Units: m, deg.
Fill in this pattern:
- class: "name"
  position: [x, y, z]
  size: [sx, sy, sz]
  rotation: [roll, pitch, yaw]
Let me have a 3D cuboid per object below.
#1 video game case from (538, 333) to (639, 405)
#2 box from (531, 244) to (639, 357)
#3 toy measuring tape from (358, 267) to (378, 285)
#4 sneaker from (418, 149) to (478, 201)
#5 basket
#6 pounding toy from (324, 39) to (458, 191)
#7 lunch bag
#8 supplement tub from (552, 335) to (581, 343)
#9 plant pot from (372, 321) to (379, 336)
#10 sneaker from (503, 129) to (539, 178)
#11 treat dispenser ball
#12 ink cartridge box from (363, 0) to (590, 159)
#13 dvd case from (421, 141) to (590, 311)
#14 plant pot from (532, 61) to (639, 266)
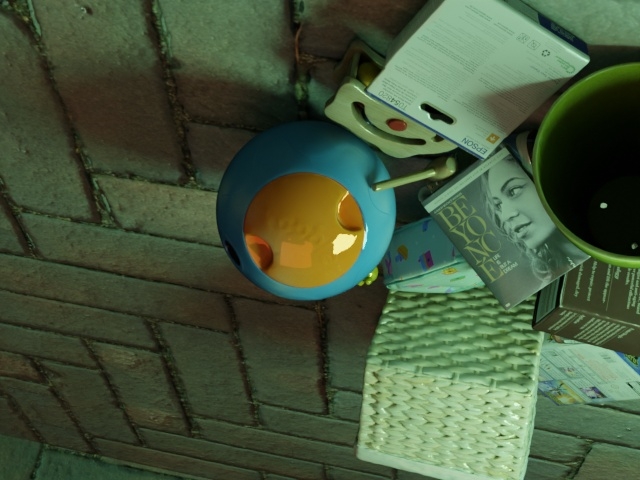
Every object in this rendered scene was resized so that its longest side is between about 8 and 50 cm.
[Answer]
- class: "video game case"
  position: [0.542, 0.258, 2.223]
  size: [0.244, 0.061, 0.269]
  rotation: [-14, 140, 39]
- class: "box"
  position: [0.488, 0.081, 1.801]
  size: [0.203, 0.167, 0.168]
  rotation: [15, 161, -1]
- class: "toy measuring tape"
  position: [0.000, 0.000, 1.958]
  size: [0.121, 0.121, 0.330]
  rotation: [-12, 142, 39]
- class: "sneaker"
  position: [0.209, -0.102, 1.729]
  size: [0.086, 0.064, 0.192]
  rotation: [10, 155, -2]
- class: "basket"
  position: [0.252, 0.251, 2.027]
  size: [0.331, 0.328, 0.266]
  rotation: [9, 129, 13]
- class: "pounding toy"
  position: [0.128, -0.164, 1.564]
  size: [0.269, 0.155, 0.154]
  rotation: [28, 150, -30]
- class: "lunch bag"
  position: [0.257, 0.019, 1.828]
  size: [0.224, 0.108, 0.279]
  rotation: [6, 163, -37]
- class: "supplement tub"
  position: [0.533, 0.140, 1.974]
  size: [0.197, 0.106, 0.106]
  rotation: [-3, 147, 28]
- class: "plant pot"
  position: [0.232, 0.209, 2.310]
  size: [0.236, 0.032, 0.236]
  rotation: [10, 151, 6]
- class: "sneaker"
  position: [0.332, -0.097, 1.684]
  size: [0.081, 0.080, 0.211]
  rotation: [3, 141, 32]
- class: "treat dispenser ball"
  position: [-0.023, -0.048, 1.700]
  size: [0.288, 0.288, 0.288]
  rotation: [11, 151, 6]
- class: "ink cartridge box"
  position: [0.210, -0.237, 1.451]
  size: [0.223, 0.045, 0.224]
  rotation: [27, 131, -22]
- class: "dvd case"
  position: [0.284, -0.019, 1.637]
  size: [0.164, 0.018, 0.221]
  rotation: [-37, 92, 27]
- class: "plant pot"
  position: [0.447, -0.068, 1.516]
  size: [0.274, 0.275, 0.293]
  rotation: [6, 167, 15]
